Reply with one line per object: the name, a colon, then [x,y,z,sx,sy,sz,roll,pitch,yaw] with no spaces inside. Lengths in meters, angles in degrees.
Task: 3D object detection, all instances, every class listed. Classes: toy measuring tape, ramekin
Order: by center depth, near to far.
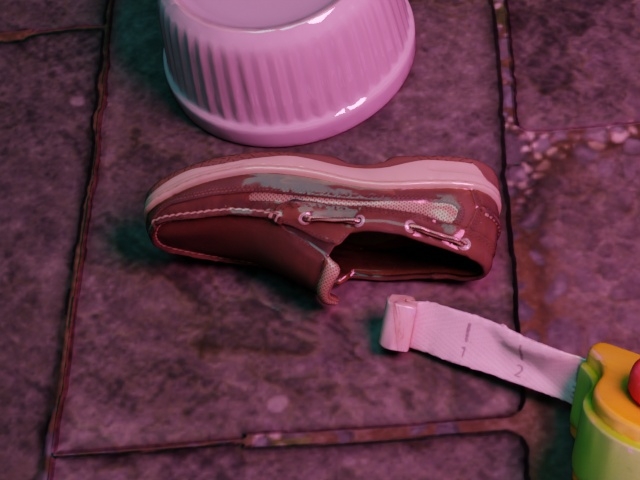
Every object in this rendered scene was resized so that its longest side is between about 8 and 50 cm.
toy measuring tape: [0.158,0.109,0.991,0.330,0.121,0.121,20,58,29]
ramekin: [-0.033,-0.185,1.263,0.207,0.109,0.207,-6,51,7]

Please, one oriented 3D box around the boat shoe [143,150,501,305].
boat shoe: [-0.001,-0.004,1.128,0.258,0.095,0.095,-4,58,8]
